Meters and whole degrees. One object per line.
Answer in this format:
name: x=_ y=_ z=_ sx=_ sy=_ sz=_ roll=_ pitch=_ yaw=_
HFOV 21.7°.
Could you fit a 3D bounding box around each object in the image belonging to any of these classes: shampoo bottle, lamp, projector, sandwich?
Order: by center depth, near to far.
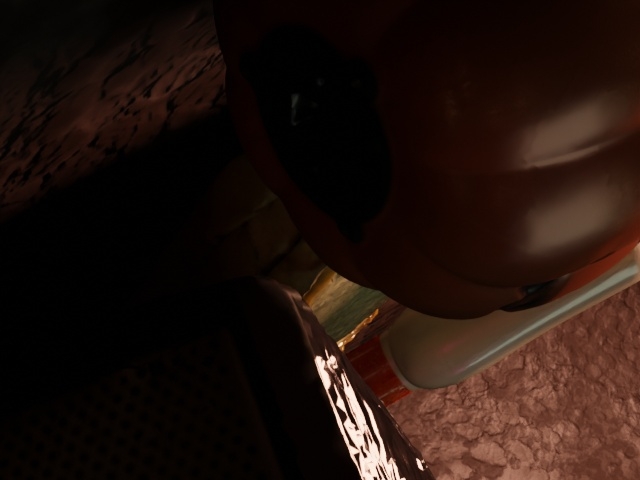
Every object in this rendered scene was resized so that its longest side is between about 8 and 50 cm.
lamp: x=0.059 y=-0.070 z=0.595 sx=0.164 sy=0.188 sz=0.187 roll=-27 pitch=166 yaw=-31
projector: x=-0.119 y=0.225 z=0.825 sx=0.405 sy=0.242 sz=0.395 roll=-24 pitch=154 yaw=5
sandwich: x=0.000 y=0.000 z=0.950 sx=0.271 sy=0.099 sz=0.301 roll=-29 pitch=168 yaw=-42
shampoo bottle: x=0.095 y=0.044 z=0.992 sx=0.221 sy=0.051 sz=0.108 roll=-31 pitch=-169 yaw=13
